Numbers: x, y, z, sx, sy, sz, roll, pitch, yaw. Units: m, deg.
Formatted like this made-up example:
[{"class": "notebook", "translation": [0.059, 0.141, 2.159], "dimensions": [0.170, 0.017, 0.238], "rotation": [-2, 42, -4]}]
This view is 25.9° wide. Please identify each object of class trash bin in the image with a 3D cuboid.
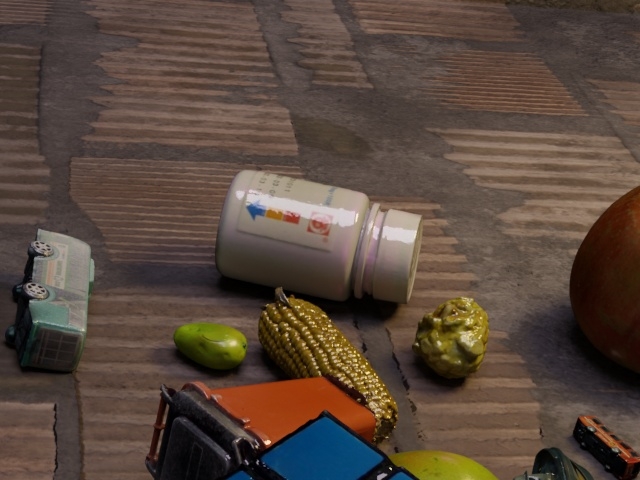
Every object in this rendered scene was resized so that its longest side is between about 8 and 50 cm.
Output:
[{"class": "trash bin", "translation": [-0.069, 0.241, 1.639], "dimensions": [0.238, 0.161, 0.184], "rotation": [-10, 32, -45]}]

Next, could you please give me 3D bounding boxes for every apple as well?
[{"class": "apple", "translation": [0.529, 0.049, 2.022], "dimensions": [0.319, 0.277, 0.319], "rotation": [6, 30, -3]}]

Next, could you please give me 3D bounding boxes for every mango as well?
[{"class": "mango", "translation": [-0.150, 0.141, 1.896], "dimensions": [0.108, 0.056, 0.073], "rotation": [15, 23, 19]}]

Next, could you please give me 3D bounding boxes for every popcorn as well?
[{"class": "popcorn", "translation": [0.183, 0.134, 1.948], "dimensions": [0.106, 0.116, 0.121], "rotation": [7, 68, 15]}]

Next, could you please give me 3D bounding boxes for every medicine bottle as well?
[{"class": "medicine bottle", "translation": [0.000, 0.000, 2.080], "dimensions": [0.293, 0.170, 0.170], "rotation": [12, 28, 8]}]

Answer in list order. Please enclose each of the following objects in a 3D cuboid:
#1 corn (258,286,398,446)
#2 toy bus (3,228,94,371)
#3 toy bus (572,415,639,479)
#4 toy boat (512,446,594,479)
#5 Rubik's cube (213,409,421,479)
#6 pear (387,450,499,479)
[{"class": "corn", "translation": [0.012, 0.168, 1.846], "dimensions": [0.106, 0.106, 0.293], "rotation": [-10, 34, -31]}, {"class": "toy bus", "translation": [-0.371, 0.080, 1.924], "dimensions": [0.109, 0.091, 0.262], "rotation": [13, 27, -14]}, {"class": "toy bus", "translation": [0.377, 0.270, 1.826], "dimensions": [0.043, 0.031, 0.110], "rotation": [-2, 28, -32]}, {"class": "toy boat", "translation": [0.267, 0.334, 1.585], "dimensions": [0.122, 0.114, 0.296], "rotation": [14, 28, -6]}, {"class": "Rubik's cube", "translation": [-0.001, 0.375, 1.207], "dimensions": [0.283, 0.293, 0.288], "rotation": [-31, 47, -32]}, {"class": "pear", "translation": [0.115, 0.310, 1.523], "dimensions": [0.187, 0.187, 0.219], "rotation": [-14, 33, -36]}]
